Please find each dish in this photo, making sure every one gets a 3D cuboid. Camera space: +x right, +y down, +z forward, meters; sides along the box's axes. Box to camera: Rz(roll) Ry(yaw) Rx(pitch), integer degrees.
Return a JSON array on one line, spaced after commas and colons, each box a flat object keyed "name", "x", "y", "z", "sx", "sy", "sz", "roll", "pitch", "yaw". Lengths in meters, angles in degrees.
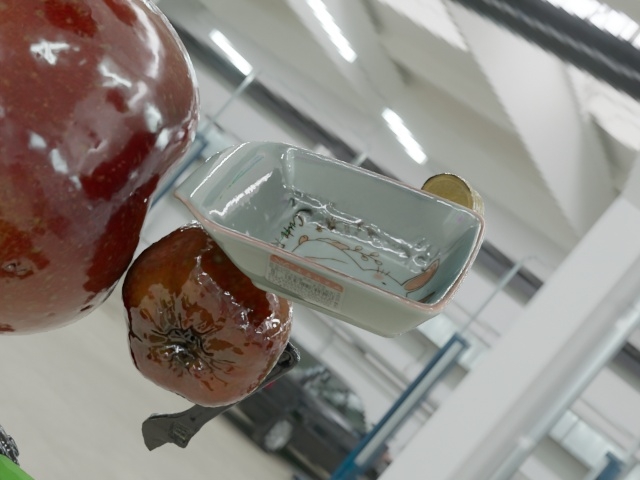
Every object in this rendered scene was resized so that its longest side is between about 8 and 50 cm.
[{"name": "dish", "x": 0.000, "y": 0.000, "z": 0.938, "sx": 0.234, "sy": 0.064, "sz": 0.154, "roll": 22, "pitch": 35, "yaw": 11}]

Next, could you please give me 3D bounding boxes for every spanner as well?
[{"name": "spanner", "x": -0.100, "y": 0.152, "z": 1.165, "sx": 0.046, "sy": 0.208, "sz": 0.012, "roll": 53, "pitch": 28, "yaw": -4}]

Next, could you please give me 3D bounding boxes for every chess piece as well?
[{"name": "chess piece", "x": 0.151, "y": -0.040, "z": 1.353, "sx": 0.066, "sy": 0.066, "sz": 0.122, "roll": 40, "pitch": 11, "yaw": 13}]

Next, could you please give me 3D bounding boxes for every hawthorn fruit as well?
[{"name": "hawthorn fruit", "x": -0.087, "y": 0.044, "z": 1.070, "sx": 0.162, "sy": 0.162, "sz": 0.203, "roll": 42, "pitch": 29, "yaw": -10}]

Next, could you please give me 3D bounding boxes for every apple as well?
[{"name": "apple", "x": -0.263, "y": -0.087, "z": 1.042, "sx": 0.277, "sy": 0.349, "sz": 0.348, "roll": 27, "pitch": -1, "yaw": -12}]

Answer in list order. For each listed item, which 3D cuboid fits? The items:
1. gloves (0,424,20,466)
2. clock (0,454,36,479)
[{"name": "gloves", "x": -0.397, "y": 0.217, "z": 1.289, "sx": 0.203, "sy": 0.124, "sz": 0.164, "roll": 47, "pitch": -12, "yaw": -24}, {"name": "clock", "x": -0.216, "y": 0.272, "z": 0.814, "sx": 0.220, "sy": 0.106, "sz": 0.255, "roll": 45, "pitch": -41, "yaw": -17}]
